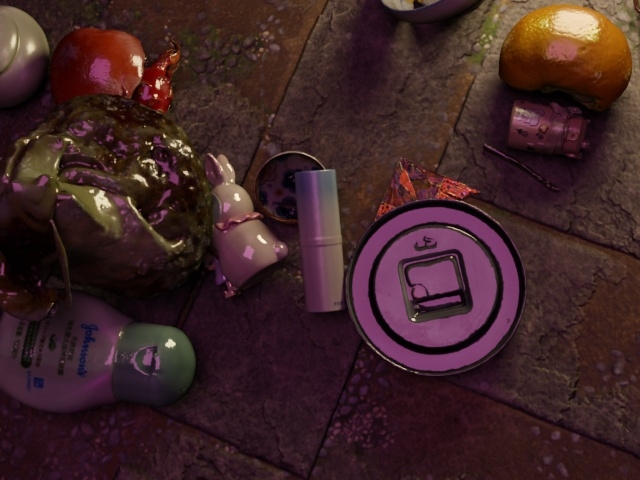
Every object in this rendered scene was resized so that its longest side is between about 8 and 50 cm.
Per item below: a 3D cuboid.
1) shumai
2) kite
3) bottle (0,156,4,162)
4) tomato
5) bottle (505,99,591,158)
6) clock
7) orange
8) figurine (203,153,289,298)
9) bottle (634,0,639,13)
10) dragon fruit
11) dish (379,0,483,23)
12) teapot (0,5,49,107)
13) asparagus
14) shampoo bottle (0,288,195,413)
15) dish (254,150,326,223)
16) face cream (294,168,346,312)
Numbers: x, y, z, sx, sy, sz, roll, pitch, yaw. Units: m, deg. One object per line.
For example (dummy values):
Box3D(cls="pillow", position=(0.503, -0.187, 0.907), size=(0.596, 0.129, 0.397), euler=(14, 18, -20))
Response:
Box3D(cls="shumai", position=(-0.411, -0.059, 1.743), size=(0.395, 0.348, 0.395), euler=(5, 102, 24))
Box3D(cls="kite", position=(0.171, -0.102, 1.929), size=(0.222, 0.008, 0.125), euler=(-21, 74, 2))
Box3D(cls="bottle", position=(-0.631, -0.107, 1.982), size=(0.330, 0.093, 0.093), euler=(-12, 75, 1))
Box3D(cls="tomato", position=(-0.445, -0.315, 1.967), size=(0.228, 0.112, 0.199), euler=(-6, 69, 37))
Box3D(cls="bottle", position=(0.416, -0.201, 1.878), size=(0.152, 0.099, 0.099), euler=(11, 78, 12))
Box3D(cls="clock", position=(0.204, 0.084, 1.845), size=(0.318, 0.066, 0.319), euler=(-1, 78, 7))
Box3D(cls="orange", position=(0.441, -0.334, 1.864), size=(0.237, 0.158, 0.179), euler=(20, 51, 15))
Box3D(cls="figurine", position=(-0.172, -0.029, 1.895), size=(0.155, 0.127, 0.236), euler=(-41, 75, 33))
Box3D(cls="bottle", position=(0.616, -0.439, 1.936), size=(0.063, 0.047, 0.101), euler=(-5, 77, 16))
Box3D(cls="dragon fruit", position=(-0.324, -0.310, 2.010), size=(0.094, 0.094, 0.191), euler=(11, 69, 10))
Box3D(cls="dish", position=(0.254, -0.487, 1.951), size=(0.273, 0.134, 0.273), euler=(-25, 41, 24))
Box3D(cls="teapot", position=(-0.651, -0.313, 2.017), size=(0.219, 0.149, 0.318), euler=(1, 75, 9))
Box3D(cls="asparagus", position=(0.369, -0.134, 1.909), size=(0.162, 0.016, 0.016), euler=(34, 56, 14))
Box3D(cls="shampoo bottle", position=(-0.394, 0.207, 1.853), size=(0.349, 0.151, 0.222), euler=(8, 75, 9))
Box3D(cls="dish", position=(-0.055, -0.109, 1.932), size=(0.141, 0.078, 0.141), euler=(-2, 113, -5))
Box3D(cls="face cream", position=(0.000, 0.000, 1.856), size=(0.077, 0.077, 0.250), euler=(-4, 92, 7))
